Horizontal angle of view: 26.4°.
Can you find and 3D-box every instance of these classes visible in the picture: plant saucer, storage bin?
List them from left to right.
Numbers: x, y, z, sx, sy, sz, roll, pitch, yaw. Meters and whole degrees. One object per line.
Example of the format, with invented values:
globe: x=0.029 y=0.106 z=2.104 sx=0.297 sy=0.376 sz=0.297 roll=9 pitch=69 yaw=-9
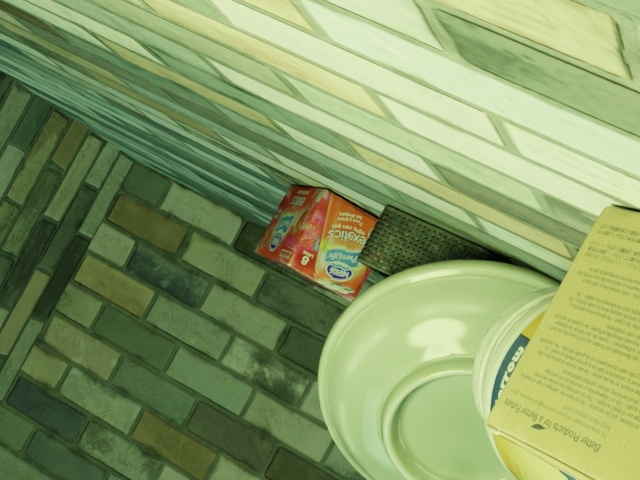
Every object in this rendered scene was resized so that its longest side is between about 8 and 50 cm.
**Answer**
storage bin: x=0.153 y=0.036 z=1.759 sx=0.180 sy=0.084 sz=0.122 roll=25 pitch=175 yaw=35
plant saucer: x=0.186 y=0.215 z=1.682 sx=0.401 sy=0.400 sz=0.100 roll=29 pitch=-148 yaw=-6

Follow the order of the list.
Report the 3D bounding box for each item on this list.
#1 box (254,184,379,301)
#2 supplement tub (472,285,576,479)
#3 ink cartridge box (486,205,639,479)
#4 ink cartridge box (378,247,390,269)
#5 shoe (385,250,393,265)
box: x=0.000 y=0.000 z=2.077 sx=0.123 sy=0.128 sz=0.257 roll=29 pitch=177 yaw=-14
supplement tub: x=0.294 y=0.174 z=1.327 sx=0.228 sy=0.228 sz=0.316 roll=30 pitch=-178 yaw=-20
ink cartridge box: x=0.242 y=0.090 z=0.927 sx=0.088 sy=0.193 sz=0.235 roll=30 pitch=177 yaw=-24
ink cartridge box: x=0.204 y=0.080 z=2.313 sx=0.207 sy=0.046 sz=0.097 roll=27 pitch=175 yaw=25
shoe: x=0.183 y=0.069 z=2.165 sx=0.178 sy=0.063 sz=0.081 roll=24 pitch=171 yaw=2
